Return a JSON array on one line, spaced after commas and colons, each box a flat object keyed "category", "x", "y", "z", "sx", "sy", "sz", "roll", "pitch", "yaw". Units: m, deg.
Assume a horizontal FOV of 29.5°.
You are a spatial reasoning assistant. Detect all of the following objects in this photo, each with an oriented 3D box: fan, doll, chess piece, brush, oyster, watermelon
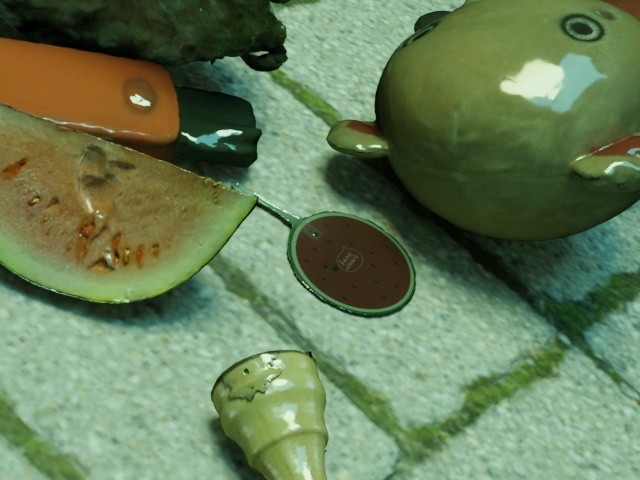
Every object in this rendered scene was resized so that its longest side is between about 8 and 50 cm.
[{"category": "fan", "x": 0.000, "y": 0.000, "z": 0.752, "sx": 0.133, "sy": 0.005, "sz": 0.085, "roll": 34, "pitch": 42, "yaw": 8}, {"category": "doll", "x": 0.162, "y": -0.109, "z": 0.836, "sx": 0.235, "sy": 0.174, "sz": 0.330, "roll": 11, "pitch": 30, "yaw": 30}, {"category": "chess piece", "x": -0.001, "y": 0.135, "z": 0.577, "sx": 0.060, "sy": 0.060, "sz": 0.172, "roll": -2, "pitch": 51, "yaw": -29}, {"category": "brush", "x": -0.189, "y": -0.083, "z": 0.710, "sx": 0.323, "sy": 0.051, "sz": 0.070, "roll": 9, "pitch": 51, "yaw": -24}, {"category": "oyster", "x": -0.145, "y": -0.177, "z": 0.740, "sx": 0.268, "sy": 0.198, "sz": 0.112, "roll": 15, "pitch": 79, "yaw": 5}, {"category": "watermelon", "x": -0.125, "y": -0.019, "z": 0.663, "sx": 0.163, "sy": 0.087, "sz": 0.069, "roll": 21, "pitch": 10, "yaw": -9}]
